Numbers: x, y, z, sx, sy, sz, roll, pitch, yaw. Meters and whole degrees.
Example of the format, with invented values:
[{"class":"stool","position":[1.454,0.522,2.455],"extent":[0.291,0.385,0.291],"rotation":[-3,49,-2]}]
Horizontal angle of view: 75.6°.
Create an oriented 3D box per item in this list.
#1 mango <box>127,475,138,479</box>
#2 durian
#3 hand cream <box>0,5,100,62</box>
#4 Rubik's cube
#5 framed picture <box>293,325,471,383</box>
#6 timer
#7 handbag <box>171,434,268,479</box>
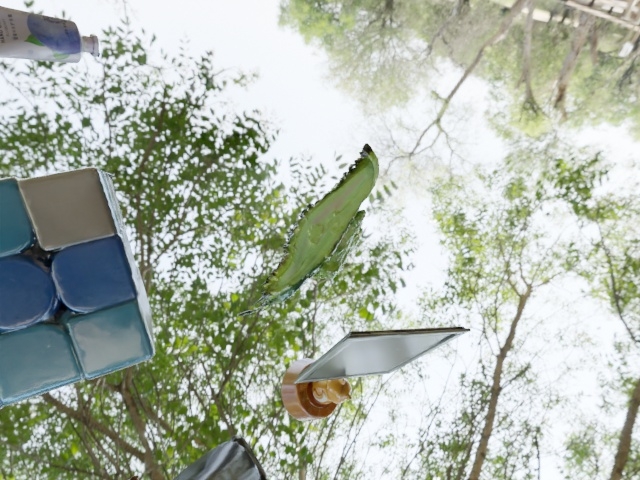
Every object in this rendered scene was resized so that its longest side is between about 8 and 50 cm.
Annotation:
[{"class":"mango","position":[-0.377,0.519,0.662],"extent":[0.177,0.119,0.317],"rotation":[10,-159,8]},{"class":"durian","position":[-0.004,-0.004,0.726],"extent":[0.132,0.375,0.106],"rotation":[32,174,21]},{"class":"hand cream","position":[-0.372,-0.270,0.546],"extent":[0.142,0.053,0.084],"rotation":[-10,-103,-44]},{"class":"Rubik's cube","position":[-0.527,0.067,0.763],"extent":[0.345,0.346,0.347],"rotation":[-16,-169,-20]},{"class":"framed picture","position":[0.083,0.183,0.652],"extent":[0.197,0.252,0.014],"rotation":[2,-121,-21]},{"class":"timer","position":[0.011,0.309,0.855],"extent":[0.132,0.152,0.131],"rotation":[13,-114,-32]},{"class":"handbag","position":[-0.157,0.246,0.253],"extent":[0.080,0.223,0.247],"rotation":[52,-171,13]}]
